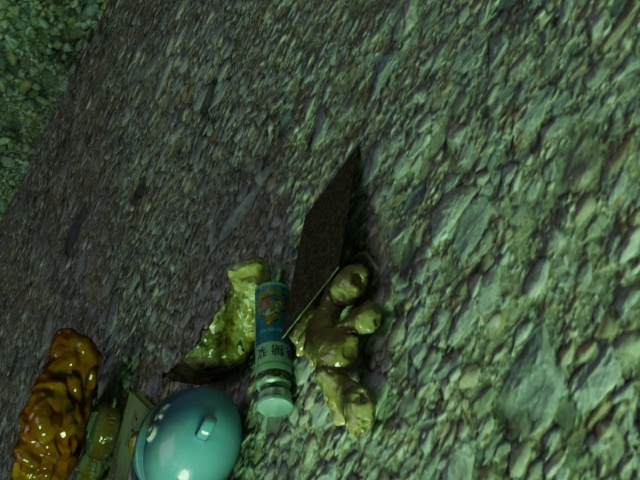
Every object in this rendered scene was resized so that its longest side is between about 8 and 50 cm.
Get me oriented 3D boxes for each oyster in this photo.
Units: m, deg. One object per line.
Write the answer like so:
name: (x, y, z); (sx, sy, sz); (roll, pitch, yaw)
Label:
oyster: (-0.148, 0.140, 1.891); (0.166, 0.094, 0.294); (-64, 6, -28)

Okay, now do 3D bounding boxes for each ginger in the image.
ginger: (0.028, 0.119, 1.511); (0.149, 0.065, 0.258); (-62, 23, 20)

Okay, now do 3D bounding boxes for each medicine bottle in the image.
medicine bottle: (-0.063, 0.142, 1.714); (0.051, 0.051, 0.191); (-50, 33, 43)

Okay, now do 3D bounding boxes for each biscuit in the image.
biscuit: (-0.485, 0.345, 2.352); (0.312, 0.111, 0.318); (-76, 4, -46)

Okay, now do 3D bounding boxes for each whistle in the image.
whistle: (-0.412, 0.381, 2.345); (0.107, 0.057, 0.220); (-122, 50, -66)

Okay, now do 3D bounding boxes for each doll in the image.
doll: (-0.200, 0.301, 1.806); (0.314, 0.141, 0.177); (-46, 16, 56)

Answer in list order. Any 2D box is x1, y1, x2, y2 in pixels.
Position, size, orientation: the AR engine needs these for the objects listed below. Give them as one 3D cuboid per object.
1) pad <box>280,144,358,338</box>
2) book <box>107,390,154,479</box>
pad: (0.000, 0.000, 1.667); (0.158, 0.003, 0.235); (-53, 19, 41)
book: (-0.294, 0.375, 2.115); (0.289, 0.026, 0.201); (17, 93, 67)
